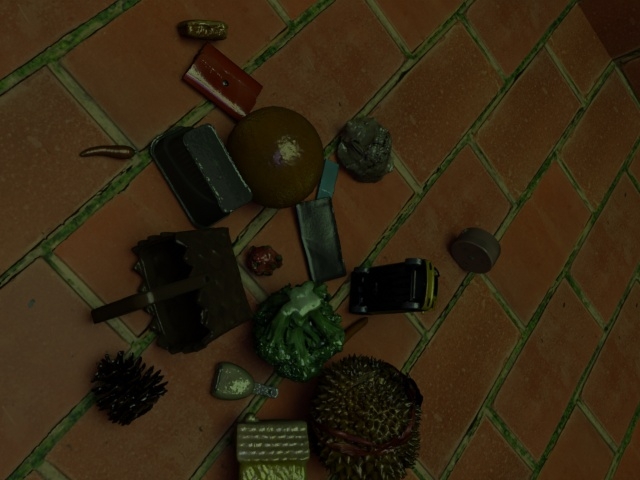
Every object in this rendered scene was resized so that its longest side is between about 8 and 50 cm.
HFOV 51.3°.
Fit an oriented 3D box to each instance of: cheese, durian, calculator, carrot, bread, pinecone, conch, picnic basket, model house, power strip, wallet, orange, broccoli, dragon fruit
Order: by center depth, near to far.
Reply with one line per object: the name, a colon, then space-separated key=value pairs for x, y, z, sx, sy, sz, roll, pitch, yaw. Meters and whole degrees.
pinecone: x=-0.451 y=0.333 z=1.537 sx=0.165 sy=0.163 sz=0.163 roll=47 pitch=59 yaw=3
picnic basket: x=-0.349 y=0.126 z=1.573 sx=0.321 sy=0.254 sz=0.291 roll=-16 pitch=89 yaw=-47
carrot: x=-0.524 y=-0.220 z=1.655 sx=0.142 sy=0.035 sz=0.035 roll=-3 pitch=83 yaw=-26
model house: x=-0.121 y=0.552 z=1.667 sx=0.193 sy=0.175 sz=0.234 roll=0 pitch=85 yaw=-6
broccoli: x=-0.058 y=0.219 z=1.744 sx=0.265 sy=0.245 sz=0.295 roll=21 pitch=59 yaw=7
cheese: x=-0.195 y=0.385 z=1.758 sx=0.192 sy=0.037 sz=0.097 roll=22 pitch=72 yaw=-28
durian: x=0.126 y=0.479 z=1.774 sx=0.347 sy=0.347 sz=0.384 roll=-49 pitch=115 yaw=-29
orange: x=-0.119 y=-0.219 z=1.777 sx=0.274 sy=0.274 sz=0.274 roll=6 pitch=78 yaw=-32
dragon fruit: x=-0.148 y=0.056 z=1.823 sx=0.116 sy=0.086 sz=0.081 roll=0 pitch=43 yaw=-41
bread: x=-0.321 y=-0.578 z=1.824 sx=0.132 sy=0.074 sz=0.053 roll=-8 pitch=104 yaw=-33
wallet: x=-0.268 y=-0.439 z=1.849 sx=0.204 sy=0.045 sz=0.142 roll=36 pitch=64 yaw=-22
wallet: x=0.000 y=0.000 z=1.950 sx=0.124 sy=0.025 sz=0.244 roll=-15 pitch=96 yaw=-30
carrot: x=0.082 y=0.276 z=1.958 sx=0.190 sy=0.037 sz=0.037 roll=-37 pitch=102 yaw=-33
calculator: x=0.019 y=-0.160 z=2.002 sx=0.057 sy=0.018 sz=0.172 roll=21 pitch=71 yaw=-28
conch: x=0.147 y=-0.272 z=2.058 sx=0.178 sy=0.163 sz=0.245 roll=-44 pitch=128 yaw=3
power strip: x=0.514 y=0.033 z=2.211 sx=0.154 sy=0.154 sz=0.078 roll=49 pitch=59 yaw=-16

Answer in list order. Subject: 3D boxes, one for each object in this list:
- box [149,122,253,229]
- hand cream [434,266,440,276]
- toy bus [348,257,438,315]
box: x=-0.299 y=-0.176 z=1.705 sx=0.138 sy=0.178 sz=0.274 roll=-37 pitch=103 yaw=-32
hand cream: x=0.343 y=0.126 z=2.160 sx=0.122 sy=0.023 sz=0.036 roll=-29 pitch=86 yaw=-34
toy bus: x=0.222 y=0.140 z=1.897 sx=0.151 sy=0.331 sz=0.145 roll=15 pitch=74 yaw=-34
